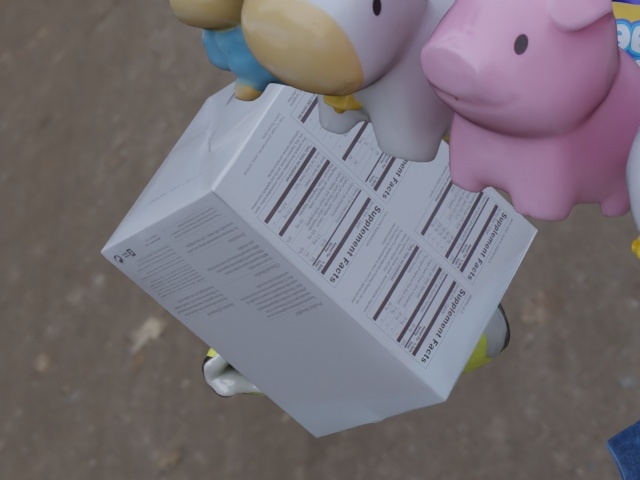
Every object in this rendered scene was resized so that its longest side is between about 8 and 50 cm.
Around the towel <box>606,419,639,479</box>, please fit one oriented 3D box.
[{"bbox_3d":[0.297,0.215,1.576,0.067,0.029,0.119,-40,50,37],"label":"towel"}]

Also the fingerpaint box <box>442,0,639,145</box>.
[{"bbox_3d":[0.339,-0.245,1.668,0.444,0.163,0.371,10,77,12],"label":"fingerpaint box"}]

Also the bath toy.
[{"bbox_3d":[0.085,-0.082,0.792,0.348,0.151,0.129,25,111,39],"label":"bath toy"}]

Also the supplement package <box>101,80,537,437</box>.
[{"bbox_3d":[0.000,0.000,1.518,0.199,0.262,0.198,-24,28,54],"label":"supplement package"}]

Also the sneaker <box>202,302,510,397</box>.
[{"bbox_3d":[0.036,0.119,1.901,0.384,0.145,0.147,-11,25,44],"label":"sneaker"}]
